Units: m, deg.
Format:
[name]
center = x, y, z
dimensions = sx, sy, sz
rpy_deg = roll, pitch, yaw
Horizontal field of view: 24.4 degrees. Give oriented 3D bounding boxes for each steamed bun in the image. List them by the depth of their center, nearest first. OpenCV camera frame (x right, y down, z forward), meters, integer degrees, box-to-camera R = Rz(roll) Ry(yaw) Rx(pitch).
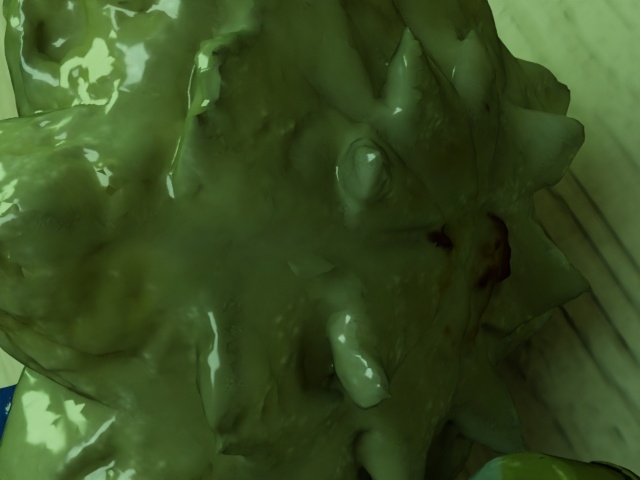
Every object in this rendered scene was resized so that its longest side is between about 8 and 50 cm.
[steamed bun]
center = 0.000, 0.000, 0.503
dimensions = 0.137, 0.295, 0.292
rpy_deg = 9, 46, 32

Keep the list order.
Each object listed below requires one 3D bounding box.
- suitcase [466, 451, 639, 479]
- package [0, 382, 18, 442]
[suitcase]
center = 0.073, 0.200, 0.465
dimensions = 0.235, 0.143, 0.194
rpy_deg = -48, 43, 23
[package]
center = -0.098, 0.134, 0.701
dimensions = 0.173, 0.027, 0.171
rpy_deg = -18, 64, 28
